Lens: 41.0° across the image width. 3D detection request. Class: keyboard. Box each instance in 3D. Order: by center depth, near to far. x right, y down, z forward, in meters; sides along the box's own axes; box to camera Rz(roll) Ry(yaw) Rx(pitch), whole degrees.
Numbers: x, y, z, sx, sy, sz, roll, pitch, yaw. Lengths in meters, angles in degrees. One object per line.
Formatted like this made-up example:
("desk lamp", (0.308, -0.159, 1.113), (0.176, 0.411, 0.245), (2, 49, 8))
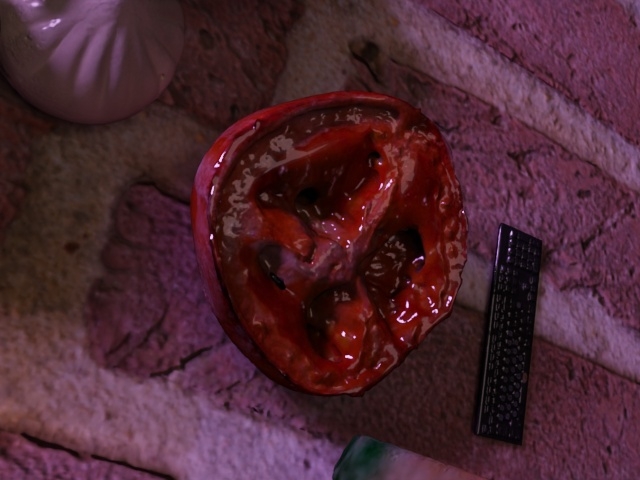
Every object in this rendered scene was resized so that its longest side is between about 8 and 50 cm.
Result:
("keyboard", (0.176, 0.085, 0.794), (0.063, 0.010, 0.198), (19, 72, -31))

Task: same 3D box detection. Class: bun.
("bun", (-0.148, -0.152, 0.575), (0.138, 0.094, 0.138), (8, 75, -34))

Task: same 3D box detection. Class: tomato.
("tomato", (-0.004, -0.001, 0.643), (0.227, 0.101, 0.228), (-1, 91, -31))

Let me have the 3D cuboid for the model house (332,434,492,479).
("model house", (0.116, 0.325, 0.579), (0.312, 0.245, 0.280), (36, 72, -33))
